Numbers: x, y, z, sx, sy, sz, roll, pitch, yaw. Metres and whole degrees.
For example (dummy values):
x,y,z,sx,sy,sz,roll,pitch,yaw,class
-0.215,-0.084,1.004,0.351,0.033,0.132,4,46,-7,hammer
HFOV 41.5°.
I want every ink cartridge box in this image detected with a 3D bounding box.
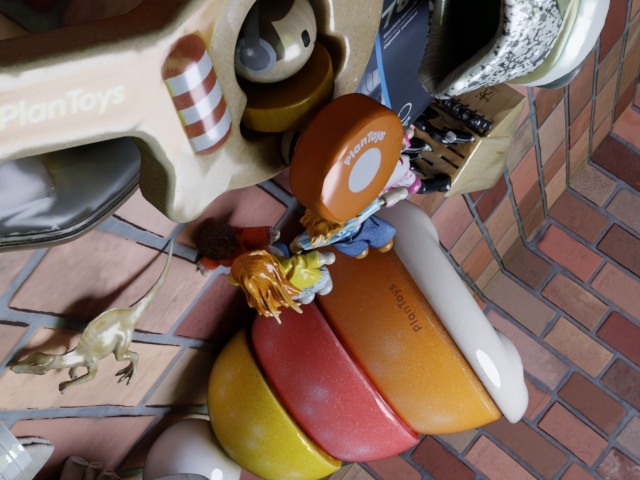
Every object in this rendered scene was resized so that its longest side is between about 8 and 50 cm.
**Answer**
x,y,z,sx,sy,sz,roll,pitch,yaw,class
0.034,-0.172,0.787,0.165,0.065,0.332,-49,159,-7,ink cartridge box

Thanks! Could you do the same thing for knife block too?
x,y,z,sx,sy,sz,roll,pitch,yaw,class
0.166,-0.109,1.154,0.242,0.088,0.275,-43,159,-21,knife block

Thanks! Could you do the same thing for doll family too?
x,y,z,sx,sy,sz,roll,pitch,yaw,class
0.000,0.000,0.824,0.263,0.118,0.163,-31,161,14,doll family

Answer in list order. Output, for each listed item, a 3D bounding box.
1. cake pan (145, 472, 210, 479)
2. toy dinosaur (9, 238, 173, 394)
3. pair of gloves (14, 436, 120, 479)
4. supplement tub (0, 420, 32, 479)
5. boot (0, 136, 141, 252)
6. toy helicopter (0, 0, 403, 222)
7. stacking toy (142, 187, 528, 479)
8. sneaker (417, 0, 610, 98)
x,y,z,sx,sy,sz,roll,pitch,yaw,class
-0.222,0.345,0.913,0.293,0.054,0.293,-25,151,-15,cake pan
-0.185,0.084,0.760,0.183,0.053,0.092,-39,155,-32,toy dinosaur
-0.317,0.298,0.858,0.204,0.042,0.240,-48,159,-10,pair of gloves
-0.294,0.188,0.671,0.107,0.071,0.071,-43,159,-27,supplement tub
-0.179,-0.051,0.494,0.219,0.082,0.106,-33,156,-38,boot
-0.084,-0.105,0.446,0.355,0.140,0.235,-24,140,-43,toy helicopter
-0.023,0.175,1.047,0.480,0.350,0.350,-33,161,4,stacking toy
0.146,-0.276,0.632,0.182,0.158,0.410,-34,136,-34,sneaker
